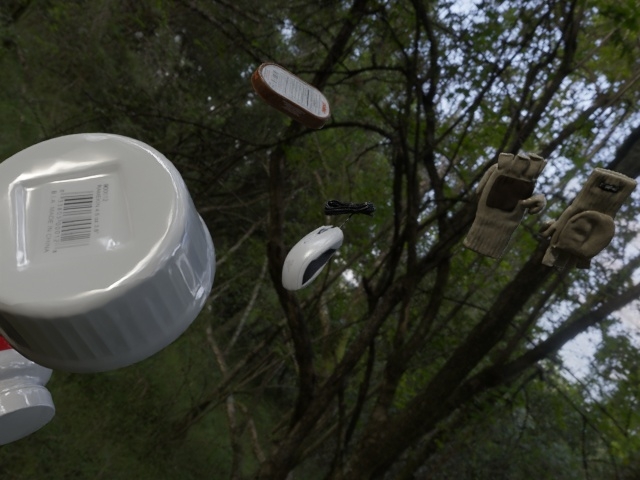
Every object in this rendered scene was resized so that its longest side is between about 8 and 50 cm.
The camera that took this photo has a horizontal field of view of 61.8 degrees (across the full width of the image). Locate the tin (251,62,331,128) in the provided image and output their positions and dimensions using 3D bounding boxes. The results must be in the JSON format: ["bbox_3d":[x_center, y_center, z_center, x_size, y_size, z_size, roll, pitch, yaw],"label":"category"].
[{"bbox_3d":[-0.059,-0.310,1.146,0.190,0.040,0.106,25,50,-26],"label":"tin"}]

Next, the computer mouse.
[{"bbox_3d":[0.000,0.000,0.875,0.106,0.193,0.042,16,-30,49],"label":"computer mouse"}]

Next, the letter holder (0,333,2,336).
[{"bbox_3d":[-0.509,0.082,1.056,0.302,0.214,0.152,8,2,-8],"label":"letter holder"}]

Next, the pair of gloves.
[{"bbox_3d":[0.387,-0.048,0.932,0.240,0.204,0.042,13,31,8],"label":"pair of gloves"}]

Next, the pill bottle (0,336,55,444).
[{"bbox_3d":[-0.762,0.247,1.227,0.407,0.229,0.229,56,4,23],"label":"pill bottle"}]

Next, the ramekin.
[{"bbox_3d":[-0.273,0.003,0.635,0.277,0.277,0.135,46,-24,23],"label":"ramekin"}]
